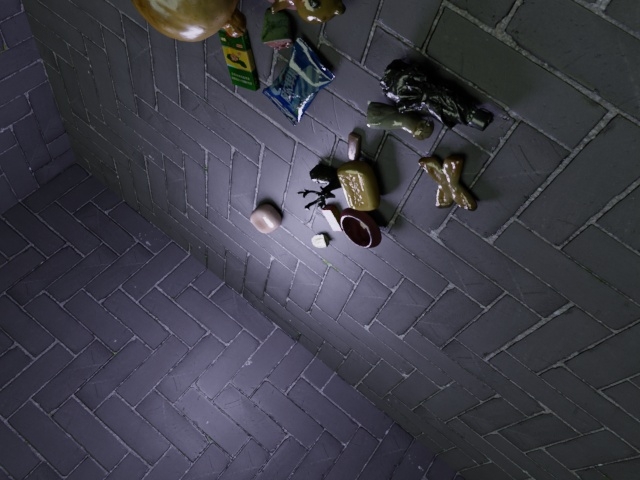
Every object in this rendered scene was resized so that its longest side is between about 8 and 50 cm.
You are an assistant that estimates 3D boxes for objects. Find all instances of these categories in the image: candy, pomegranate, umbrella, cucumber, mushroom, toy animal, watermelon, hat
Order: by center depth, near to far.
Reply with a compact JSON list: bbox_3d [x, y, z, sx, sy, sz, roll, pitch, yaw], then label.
[{"bbox_3d":[0.323,-0.394,1.524,0.336,0.128,0.154,37,148,5],"label":"umbrella"},{"bbox_3d":[-0.050,-0.719,1.524,0.281,0.195,0.169,34,-171,22],"label":"toy animal"},{"bbox_3d":[-0.397,-0.796,1.649,0.410,0.410,0.410,30,148,21],"label":"pomegranate"},{"bbox_3d":[0.252,-0.376,1.667,0.223,0.092,0.081,22,128,20],"label":"mushroom"},{"bbox_3d":[-0.136,-0.667,1.746,0.097,0.121,0.158,10,146,11],"label":"watermelon"},{"bbox_3d":[-0.084,-0.550,1.862,0.187,0.077,0.331,45,149,-8],"label":"candy"},{"bbox_3d":[0.174,-0.060,2.166,0.205,0.089,0.205,33,146,26],"label":"hat"},{"bbox_3d":[0.058,-0.098,2.306,0.062,0.038,0.122,4,133,48],"label":"candy"},{"bbox_3d":[0.000,0.000,2.507,0.107,0.035,0.067,-3,109,53],"label":"cucumber"}]

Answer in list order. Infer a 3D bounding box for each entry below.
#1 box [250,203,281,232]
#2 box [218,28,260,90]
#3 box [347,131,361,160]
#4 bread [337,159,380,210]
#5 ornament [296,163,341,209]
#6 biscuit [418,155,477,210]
[{"bbox_3d":[-0.274,-0.108,2.645,0.146,0.088,0.200,49,149,-12],"label":"box"},{"bbox_3d":[-0.307,-0.687,1.994,0.132,0.034,0.235,25,146,30],"label":"box"},{"bbox_3d":[0.122,-0.341,1.929,0.048,0.025,0.115,29,147,21],"label":"box"},{"bbox_3d":[0.150,-0.211,1.985,0.147,0.098,0.217,5,136,23],"label":"bread"},{"bbox_3d":[-0.015,-0.207,2.056,0.202,0.236,0.080,22,138,31],"label":"ornament"},{"bbox_3d":[0.422,-0.189,1.739,0.164,0.047,0.208,7,135,45],"label":"biscuit"}]
